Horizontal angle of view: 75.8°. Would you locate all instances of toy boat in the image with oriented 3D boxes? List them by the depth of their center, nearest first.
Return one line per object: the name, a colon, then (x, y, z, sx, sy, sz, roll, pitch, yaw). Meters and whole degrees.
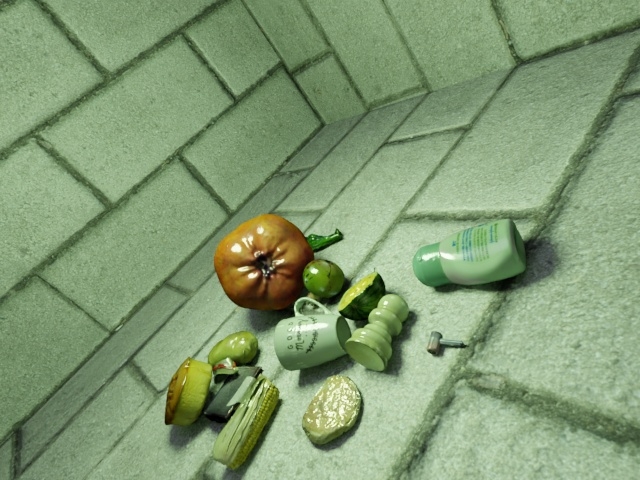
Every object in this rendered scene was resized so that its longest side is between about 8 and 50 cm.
toy boat: (-0.380, 0.514, 1.634, 0.185, 0.089, 0.071, -38, 60, 41)

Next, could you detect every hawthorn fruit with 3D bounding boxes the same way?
hawthorn fruit: (-0.259, 0.093, 1.903, 0.472, 0.471, 0.471, -30, 27, 17)

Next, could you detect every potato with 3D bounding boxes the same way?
potato: (-0.371, 0.476, 1.753, 0.248, 0.169, 0.143, -31, 69, 19)

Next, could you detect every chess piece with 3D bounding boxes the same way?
chess piece: (0.206, 0.285, 1.350, 0.145, 0.144, 0.251, -7, 32, 47)

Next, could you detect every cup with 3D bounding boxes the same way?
cup: (-0.022, 0.319, 1.478, 0.234, 0.186, 0.257, -19, 58, 23)

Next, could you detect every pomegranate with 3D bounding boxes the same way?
pomegranate: (0.015, 0.180, 1.744, 0.180, 0.210, 0.179, -3, 27, 2)

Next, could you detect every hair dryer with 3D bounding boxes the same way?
hair dryer: (0.372, 0.304, 1.205, 0.115, 0.037, 0.063, -5, 42, 37)

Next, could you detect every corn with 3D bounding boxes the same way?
corn: (-0.248, 0.608, 1.393, 0.122, 0.123, 0.305, -12, 35, 44)

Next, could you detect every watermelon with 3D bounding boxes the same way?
watermelon: (0.163, 0.213, 1.503, 0.204, 0.127, 0.232, -45, 0, 8)

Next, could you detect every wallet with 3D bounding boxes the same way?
wallet: (-0.329, 0.581, 1.560, 0.262, 0.071, 0.220, -32, 17, 53)

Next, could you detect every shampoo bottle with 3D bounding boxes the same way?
shampoo bottle: (0.470, 0.057, 1.348, 0.350, 0.151, 0.221, -18, 37, 34)

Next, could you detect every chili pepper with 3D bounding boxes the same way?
chili pepper: (0.001, -0.001, 2.136, 0.254, 0.083, 0.099, -16, 24, 32)

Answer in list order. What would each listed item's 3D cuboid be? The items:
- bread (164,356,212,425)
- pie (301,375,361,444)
bread: (-0.539, 0.610, 1.654, 0.269, 0.148, 0.269, -57, 21, 36)
pie: (0.039, 0.516, 1.258, 0.185, 0.052, 0.218, -6, 38, 51)
